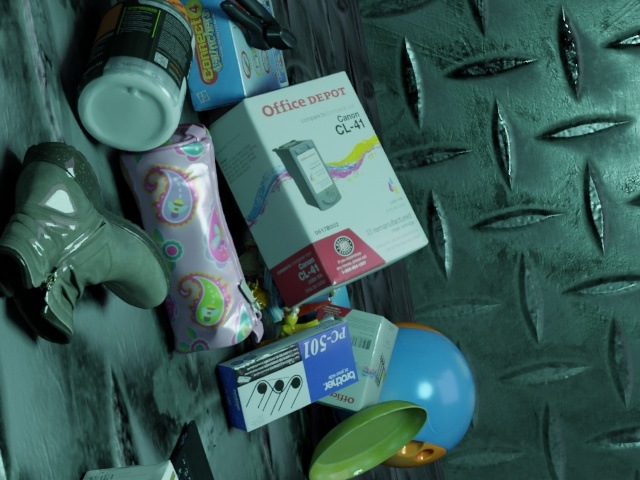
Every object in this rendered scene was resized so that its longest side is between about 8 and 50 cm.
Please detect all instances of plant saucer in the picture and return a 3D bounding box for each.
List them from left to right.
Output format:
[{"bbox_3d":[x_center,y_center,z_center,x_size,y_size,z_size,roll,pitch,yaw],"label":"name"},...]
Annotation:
[{"bbox_3d":[0.079,0.352,1.879,0.037,0.241,0.241,59,1,29],"label":"plant saucer"}]

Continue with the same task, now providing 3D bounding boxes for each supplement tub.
[{"bbox_3d":[-0.208,-0.203,1.220,0.190,0.117,0.117,-86,161,-45],"label":"supplement tub"}]

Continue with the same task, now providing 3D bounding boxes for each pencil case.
[{"bbox_3d":[-0.155,0.001,1.299,0.124,0.124,0.284,-67,145,-68],"label":"pencil case"}]

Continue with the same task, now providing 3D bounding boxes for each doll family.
[{"bbox_3d":[-0.047,0.107,1.636,0.163,0.118,0.263,-13,94,-33],"label":"doll family"}]

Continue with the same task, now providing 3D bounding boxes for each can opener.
[{"bbox_3d":[-0.098,-0.331,1.553,0.186,0.073,0.059,31,58,-62],"label":"can opener"}]

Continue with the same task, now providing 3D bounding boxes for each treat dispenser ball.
[{"bbox_3d":[0.163,0.306,2.097,0.288,0.288,0.288,-10,90,-78],"label":"treat dispenser ball"}]

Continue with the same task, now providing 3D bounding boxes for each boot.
[{"bbox_3d":[-0.239,0.037,1.033,0.246,0.083,0.161,59,31,-46],"label":"boot"}]

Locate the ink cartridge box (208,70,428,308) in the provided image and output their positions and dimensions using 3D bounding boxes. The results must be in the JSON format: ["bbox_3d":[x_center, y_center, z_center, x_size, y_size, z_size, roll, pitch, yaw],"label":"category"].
[{"bbox_3d":[-0.005,-0.080,1.615,0.226,0.131,0.306,-23,86,-40],"label":"ink cartridge box"}]

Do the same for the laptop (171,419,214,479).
[{"bbox_3d":[-0.095,0.373,1.246,0.264,0.136,0.234,-72,150,-65],"label":"laptop"}]

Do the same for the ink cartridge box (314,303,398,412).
[{"bbox_3d":[0.049,0.217,1.907,0.127,0.128,0.176,42,64,-69],"label":"ink cartridge box"}]

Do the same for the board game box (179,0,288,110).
[{"bbox_3d":[-0.151,-0.375,1.677,0.302,0.086,0.308,-48,127,-74],"label":"board game box"}]

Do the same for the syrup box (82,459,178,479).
[{"bbox_3d":[-0.165,0.340,1.052,0.096,0.093,0.237,-78,155,-58],"label":"syrup box"}]

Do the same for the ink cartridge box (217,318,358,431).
[{"bbox_3d":[-0.043,0.192,1.533,0.207,0.046,0.097,-20,104,-35],"label":"ink cartridge box"}]

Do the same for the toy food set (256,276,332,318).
[{"bbox_3d":[-0.051,0.077,1.839,0.232,0.104,0.111,-159,-136,-83],"label":"toy food set"}]

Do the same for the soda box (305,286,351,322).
[{"bbox_3d":[-0.001,0.069,2.009,0.071,0.067,0.210,-47,131,-53],"label":"soda box"}]
